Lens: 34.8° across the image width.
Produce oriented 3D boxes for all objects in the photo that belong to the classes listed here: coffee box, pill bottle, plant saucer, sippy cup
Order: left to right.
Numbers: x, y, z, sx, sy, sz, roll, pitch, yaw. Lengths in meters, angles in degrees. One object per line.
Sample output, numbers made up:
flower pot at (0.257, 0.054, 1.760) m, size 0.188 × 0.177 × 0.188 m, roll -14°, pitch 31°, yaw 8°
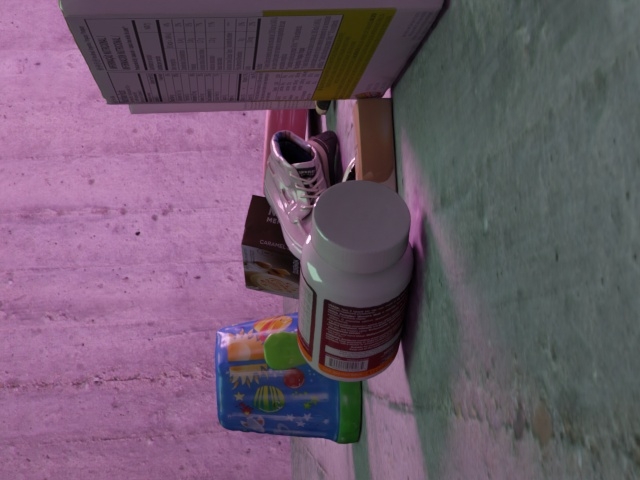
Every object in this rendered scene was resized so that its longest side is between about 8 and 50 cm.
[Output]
coffee box at (-0.079, -0.339, 1.024) m, size 0.338 × 0.334 × 0.338 m, roll 136°, pitch 131°, yaw -83°
sippy cup at (-0.058, 0.218, 1.658) m, size 0.240 × 0.224 × 0.305 m, roll -101°, pitch 11°, yaw -55°
coffee box at (-0.063, 0.020, 1.838) m, size 0.246 × 0.141 × 0.098 m, roll 98°, pitch -176°, yaw -70°
plant saucer at (-0.070, -0.256, 2.146) m, size 0.332 × 0.084 × 0.332 m, roll -175°, pitch 90°, yaw -88°
pill bottle at (0.037, 0.046, 1.106) m, size 0.221 × 0.121 × 0.121 m, roll 95°, pitch 171°, yaw -49°

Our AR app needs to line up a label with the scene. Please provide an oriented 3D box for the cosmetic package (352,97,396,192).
cosmetic package at (0.062, -0.105, 1.193) m, size 0.060 × 0.041 × 0.115 m, roll 124°, pitch 143°, yaw -82°

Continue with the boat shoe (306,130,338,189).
boat shoe at (0.009, -0.104, 1.779) m, size 0.065 × 0.075 × 0.206 m, roll -45°, pitch -31°, yaw -31°

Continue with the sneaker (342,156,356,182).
sneaker at (0.047, -0.050, 1.289) m, size 0.075 × 0.057 × 0.161 m, roll -109°, pitch 14°, yaw -53°

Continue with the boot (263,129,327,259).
boot at (-0.026, -0.071, 1.643) m, size 0.258 × 0.095 × 0.123 m, roll 53°, pitch 150°, yaw 42°

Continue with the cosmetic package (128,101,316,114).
cosmetic package at (-0.174, -0.349, 1.861) m, size 0.155 × 0.365 × 0.197 m, roll 107°, pitch 160°, yaw -74°

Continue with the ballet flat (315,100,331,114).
ballet flat at (0.000, -0.288, 1.719) m, size 0.057 × 0.049 × 0.173 m, roll -97°, pitch 7°, yaw -49°
